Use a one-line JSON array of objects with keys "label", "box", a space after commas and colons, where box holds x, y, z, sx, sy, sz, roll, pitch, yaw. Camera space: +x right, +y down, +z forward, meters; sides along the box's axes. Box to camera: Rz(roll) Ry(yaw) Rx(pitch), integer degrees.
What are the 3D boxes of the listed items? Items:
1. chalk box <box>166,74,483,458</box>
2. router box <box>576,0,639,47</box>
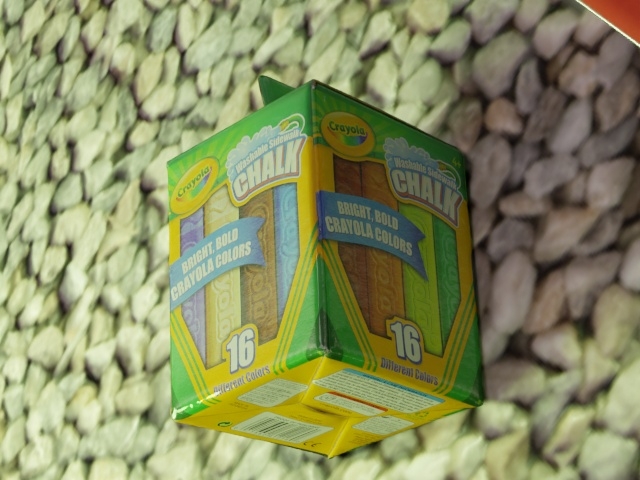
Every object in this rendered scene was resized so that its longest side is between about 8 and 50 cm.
[{"label": "chalk box", "box": [0.000, 0.000, 1.007, 0.132, 0.132, 0.213, -25, 58, 40]}, {"label": "router box", "box": [0.239, -0.038, 0.596, 0.082, 0.335, 0.301, -57, 41, 15]}]
